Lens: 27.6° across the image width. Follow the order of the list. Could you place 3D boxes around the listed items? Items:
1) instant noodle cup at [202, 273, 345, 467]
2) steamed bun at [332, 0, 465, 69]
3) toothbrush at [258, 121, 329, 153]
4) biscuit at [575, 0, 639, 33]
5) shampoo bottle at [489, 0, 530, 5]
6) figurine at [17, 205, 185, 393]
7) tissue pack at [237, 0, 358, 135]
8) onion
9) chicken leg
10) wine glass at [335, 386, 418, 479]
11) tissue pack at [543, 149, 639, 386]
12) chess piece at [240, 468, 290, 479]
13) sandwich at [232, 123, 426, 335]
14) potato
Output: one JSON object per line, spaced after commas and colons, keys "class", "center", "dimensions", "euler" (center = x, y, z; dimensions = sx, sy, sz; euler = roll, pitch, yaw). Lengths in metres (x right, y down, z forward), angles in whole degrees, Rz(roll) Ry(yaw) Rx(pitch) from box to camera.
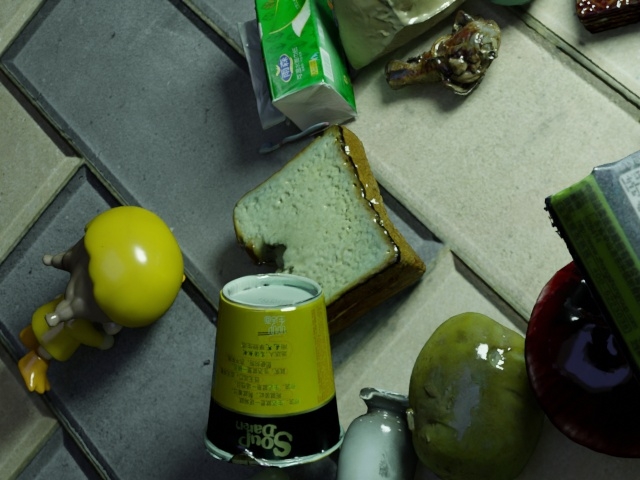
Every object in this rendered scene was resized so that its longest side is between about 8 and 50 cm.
{"class": "instant noodle cup", "center": [-0.070, 0.180, 1.872], "dimensions": [0.215, 0.215, 0.236], "euler": [9, 109, 31]}
{"class": "steamed bun", "center": [0.126, -0.374, 1.994], "dimensions": [0.212, 0.231, 0.110], "euler": [-16, 45, 0]}
{"class": "toothbrush", "center": [-0.043, -0.164, 2.084], "dimensions": [0.193, 0.013, 0.019], "euler": [-14, 55, 53]}
{"class": "biscuit", "center": [0.487, -0.378, 1.867], "dimensions": [0.252, 0.070, 0.106], "euler": [-10, 71, 26]}
{"class": "shampoo bottle", "center": [0.330, -0.516, 1.950], "dimensions": [0.222, 0.151, 0.350], "euler": [30, 91, 25]}
{"class": "figurine", "center": [-0.369, 0.097, 2.142], "dimensions": [0.343, 0.187, 0.215], "euler": [-44, 47, 18]}
{"class": "tissue pack", "center": [-0.046, -0.289, 2.089], "dimensions": [0.156, 0.148, 0.209], "euler": [-20, 66, 21]}
{"class": "onion", "center": [0.389, 0.130, 1.653], "dimensions": [0.273, 0.285, 0.273], "euler": [-3, 65, 6]}
{"class": "chicken leg", "center": [0.193, -0.273, 2.002], "dimensions": [0.196, 0.080, 0.125], "euler": [-35, 51, 24]}
{"class": "wine glass", "center": [0.081, 0.314, 1.853], "dimensions": [0.111, 0.111, 0.204], "euler": [8, 75, 31]}
{"class": "tissue pack", "center": [0.473, 0.068, 1.551], "dimensions": [0.124, 0.288, 0.394], "euler": [-39, 76, 54]}
{"class": "chess piece", "center": [-0.040, 0.457, 1.875], "dimensions": [0.133, 0.133, 0.243], "euler": [-44, 64, 11]}
{"class": "sandwich", "center": [0.001, 0.000, 2.006], "dimensions": [0.249, 0.095, 0.273], "euler": [-34, 60, 16]}
{"class": "potato", "center": [0.211, 0.221, 1.785], "dimensions": [0.197, 0.148, 0.228], "euler": [26, 83, 26]}
